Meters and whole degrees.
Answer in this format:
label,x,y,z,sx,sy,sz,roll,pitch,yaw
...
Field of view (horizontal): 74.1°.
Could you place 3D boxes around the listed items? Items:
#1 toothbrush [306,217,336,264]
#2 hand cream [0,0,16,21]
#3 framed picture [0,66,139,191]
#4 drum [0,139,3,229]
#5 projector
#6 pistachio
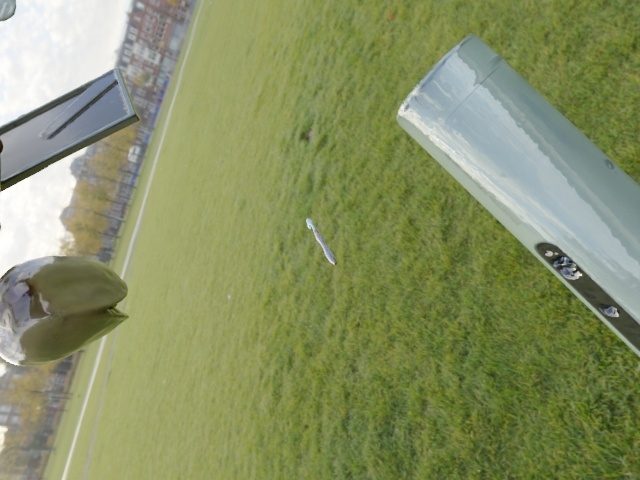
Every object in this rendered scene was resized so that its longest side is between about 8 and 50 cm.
label,x,y,z,sx,sy,sz,roll,pitch,yaw
toothbrush,0.000,0.000,0.846,0.193,0.013,0.019,-123,23,-58
hand cream,-0.256,-0.327,0.256,0.118,0.185,0.359,-9,71,45
framed picture,-0.581,-0.256,0.948,0.335,0.022,0.247,-30,52,-6
drum,-0.757,-0.101,0.663,0.431,0.430,0.214,-30,64,55
projector,0.224,-0.038,0.394,0.108,0.337,0.108,-44,-5,-5
pistachio,-0.325,0.083,0.548,0.206,0.131,0.130,-15,-66,-82
